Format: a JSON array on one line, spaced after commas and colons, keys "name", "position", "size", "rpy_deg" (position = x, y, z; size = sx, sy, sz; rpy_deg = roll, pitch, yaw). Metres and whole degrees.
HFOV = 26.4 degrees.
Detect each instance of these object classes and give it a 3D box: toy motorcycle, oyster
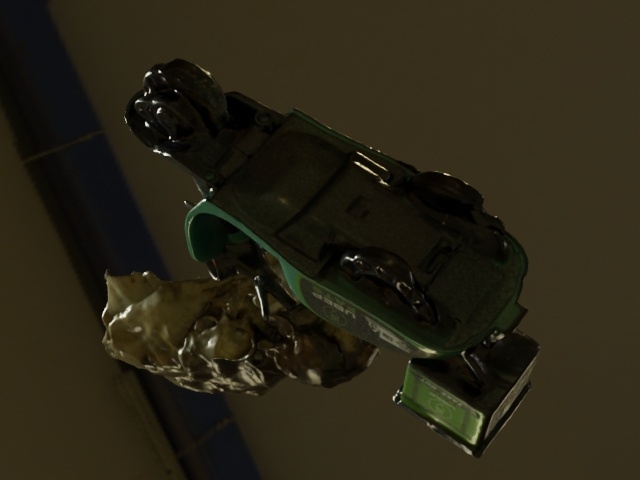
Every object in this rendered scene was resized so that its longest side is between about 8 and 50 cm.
[{"name": "toy motorcycle", "position": [0.000, 0.000, 0.491], "size": [0.058, 0.173, 0.100], "rpy_deg": [-48, -20, -28]}, {"name": "oyster", "position": [-0.042, 0.064, 0.951], "size": [0.161, 0.233, 0.107], "rpy_deg": [21, -129, -50]}]
